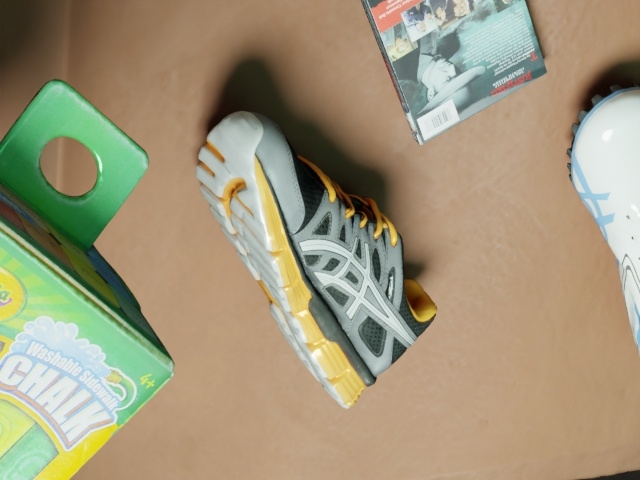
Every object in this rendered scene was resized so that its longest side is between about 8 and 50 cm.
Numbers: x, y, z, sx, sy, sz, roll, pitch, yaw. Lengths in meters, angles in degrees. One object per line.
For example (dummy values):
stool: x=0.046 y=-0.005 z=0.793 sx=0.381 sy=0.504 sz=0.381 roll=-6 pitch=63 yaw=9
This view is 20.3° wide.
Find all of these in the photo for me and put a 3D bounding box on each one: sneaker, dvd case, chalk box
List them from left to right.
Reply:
chalk box: x=-0.159 y=0.030 z=0.745 sx=0.213 sy=0.132 sz=0.132 roll=-45 pitch=130 yaw=3
sneaker: x=0.000 y=0.000 z=0.977 sx=0.083 sy=0.084 sz=0.215 roll=-34 pitch=138 yaw=-7
dvd case: x=0.072 y=-0.119 z=0.978 sx=0.087 sy=0.013 sz=0.119 roll=-31 pitch=127 yaw=-7
sneaker: x=0.215 y=0.005 z=1.082 sx=0.085 sy=0.086 sz=0.237 roll=-31 pitch=127 yaw=-5
